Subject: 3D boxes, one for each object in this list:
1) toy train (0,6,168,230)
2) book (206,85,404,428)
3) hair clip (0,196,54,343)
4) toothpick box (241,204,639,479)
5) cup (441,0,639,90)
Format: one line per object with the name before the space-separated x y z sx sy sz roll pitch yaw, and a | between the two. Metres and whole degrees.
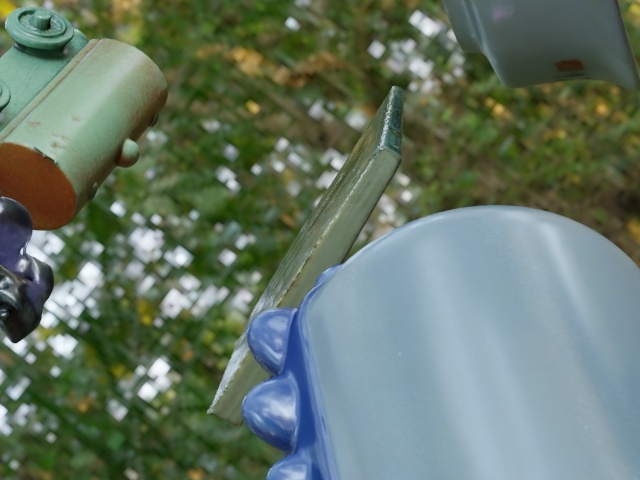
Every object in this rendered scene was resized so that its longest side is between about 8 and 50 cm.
toy train | -0.244 -0.107 1.587 0.285 0.177 0.116 -61 -6 -59
book | 0.000 0.000 1.241 0.215 0.025 0.282 -58 3 11
hair clip | -0.256 -0.012 1.197 0.052 0.195 0.124 -20 18 50
toothpick box | 0.091 0.129 0.943 0.263 0.263 0.354 -58 26 28
cup | 0.193 -0.292 1.754 0.163 0.347 0.347 -16 -4 10
